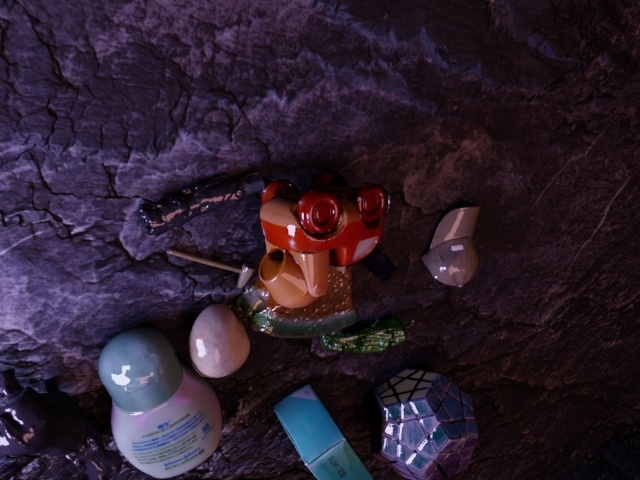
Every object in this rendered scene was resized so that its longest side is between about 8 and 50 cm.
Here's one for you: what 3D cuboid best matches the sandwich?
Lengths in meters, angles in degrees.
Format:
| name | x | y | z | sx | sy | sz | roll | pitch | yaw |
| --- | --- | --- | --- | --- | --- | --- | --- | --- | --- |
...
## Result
| name | x | y | z | sx | sy | sz | roll | pitch | yaw |
| --- | --- | --- | --- | --- | --- | --- | --- | --- | --- |
| sandwich | -0.024 | 0.120 | 1.261 | 0.292 | 0.109 | 0.212 | 20 | 107 | -38 |

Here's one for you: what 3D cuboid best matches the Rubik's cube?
| name | x | y | z | sx | sy | sz | roll | pitch | yaw |
| --- | --- | --- | --- | --- | --- | --- | --- | --- | --- |
| Rubik's cube | 0.282 | 0.519 | 1.602 | 0.319 | 0.319 | 0.264 | 10 | 139 | -36 |

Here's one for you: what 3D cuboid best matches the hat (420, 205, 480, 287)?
| name | x | y | z | sx | sy | sz | roll | pitch | yaw |
| --- | --- | --- | --- | --- | --- | --- | --- | --- | --- |
| hat | 0.362 | 0.014 | 1.432 | 0.166 | 0.144 | 0.173 | -6 | 144 | -31 |

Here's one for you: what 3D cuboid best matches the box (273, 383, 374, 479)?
| name | x | y | z | sx | sy | sz | roll | pitch | yaw |
| --- | --- | --- | --- | --- | --- | --- | --- | --- | --- |
| box | 0.018 | 0.545 | 1.496 | 0.118 | 0.205 | 0.311 | -36 | 131 | -10 |

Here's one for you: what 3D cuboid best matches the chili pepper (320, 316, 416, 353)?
| name | x | y | z | sx | sy | sz | roll | pitch | yaw |
| --- | --- | --- | --- | --- | --- | --- | --- | --- | --- |
| chili pepper | 0.122 | 0.243 | 1.454 | 0.257 | 0.074 | 0.100 | -8 | 123 | -27 |

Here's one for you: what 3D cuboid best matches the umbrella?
| name | x | y | z | sx | sy | sz | roll | pitch | yaw |
| --- | --- | --- | --- | --- | --- | --- | --- | --- | --- |
| umbrella | -0.214 | -0.073 | 1.057 | 0.235 | 0.059 | 0.066 | -23 | 149 | -21 |

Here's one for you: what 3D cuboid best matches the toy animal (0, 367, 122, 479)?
| name | x | y | z | sx | sy | sz | roll | pitch | yaw |
| --- | --- | --- | --- | --- | --- | --- | --- | --- | --- |
| toy animal | -0.499 | 0.350 | 1.081 | 0.106 | 0.168 | 0.343 | -38 | 146 | -8 |

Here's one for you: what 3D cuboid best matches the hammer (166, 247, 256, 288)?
| name | x | y | z | sx | sy | sz | roll | pitch | yaw |
| --- | --- | --- | --- | --- | --- | --- | --- | --- | --- |
| hammer | -0.225 | 0.052 | 1.154 | 0.195 | 0.028 | 0.060 | 20 | 114 | -35 |

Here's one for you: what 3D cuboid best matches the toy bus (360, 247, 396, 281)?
| name | x | y | z | sx | sy | sz | roll | pitch | yaw |
| --- | --- | --- | --- | --- | --- | --- | --- | --- | --- |
| toy bus | 0.104 | 0.028 | 1.307 | 0.057 | 0.072 | 0.172 | -48 | 130 | 1 |

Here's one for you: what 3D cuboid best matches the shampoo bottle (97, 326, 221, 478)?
| name | x | y | z | sx | sy | sz | roll | pitch | yaw |
| --- | --- | --- | --- | --- | --- | --- | --- | --- | --- |
| shampoo bottle | -0.335 | 0.325 | 1.171 | 0.222 | 0.151 | 0.349 | -22 | 129 | -12 |

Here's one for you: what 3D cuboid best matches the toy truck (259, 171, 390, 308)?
| name | x | y | z | sx | sy | sz | roll | pitch | yaw |
| --- | --- | --- | --- | --- | --- | --- | --- | --- | --- |
| toy truck | 0.000 | 0.000 | 1.109 | 0.265 | 0.189 | 0.239 | -13 | 111 | -33 |

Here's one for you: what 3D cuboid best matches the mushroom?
| name | x | y | z | sx | sy | sz | roll | pitch | yaw |
| --- | --- | --- | --- | --- | --- | --- | --- | --- | --- |
| mushroom | -0.218 | 0.209 | 1.192 | 0.154 | 0.122 | 0.154 | 8 | 81 | -58 |
